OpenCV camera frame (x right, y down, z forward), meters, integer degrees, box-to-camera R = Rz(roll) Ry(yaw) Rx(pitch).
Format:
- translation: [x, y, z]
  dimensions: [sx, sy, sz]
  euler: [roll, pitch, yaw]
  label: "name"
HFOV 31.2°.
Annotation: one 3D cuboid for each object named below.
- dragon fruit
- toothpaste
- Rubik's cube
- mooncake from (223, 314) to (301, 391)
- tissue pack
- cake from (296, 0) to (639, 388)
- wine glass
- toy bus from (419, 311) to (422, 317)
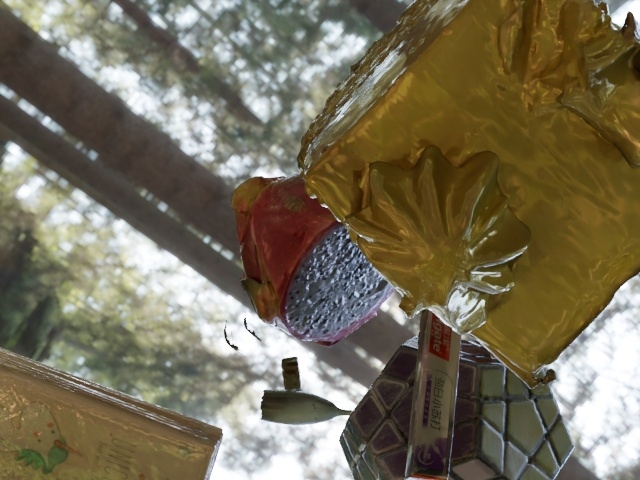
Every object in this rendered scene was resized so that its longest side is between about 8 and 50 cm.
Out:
- translation: [0.000, 0.000, 1.679]
  dimensions: [0.290, 0.290, 0.189]
  euler: [-48, -127, 5]
  label: "dragon fruit"
- translation: [0.121, 0.160, 1.219]
  dimensions: [0.047, 0.040, 0.196]
  euler: [7, -114, 5]
  label: "toothpaste"
- translation: [0.181, 0.276, 1.561]
  dimensions: [0.319, 0.264, 0.319]
  euler: [-51, 168, -15]
  label: "Rubik's cube"
- translation: [-0.091, 0.185, 1.929]
  dimensions: [0.347, 0.057, 0.150]
  euler: [154, -65, -68]
  label: "mooncake"
- translation: [-0.293, 0.256, 1.413]
  dimensions: [0.071, 0.325, 0.170]
  euler: [-56, 164, -71]
  label: "tissue pack"
- translation: [0.126, -0.051, 0.791]
  dimensions: [0.227, 0.222, 0.286]
  euler: [-49, -168, 4]
  label: "cake"
- translation: [0.001, 0.276, 1.850]
  dimensions: [0.066, 0.198, 0.066]
  euler: [-175, -90, -87]
  label: "wine glass"
- translation: [0.272, 0.057, 2.082]
  dimensions: [0.276, 0.134, 0.164]
  euler: [-43, -116, 59]
  label: "toy bus"
